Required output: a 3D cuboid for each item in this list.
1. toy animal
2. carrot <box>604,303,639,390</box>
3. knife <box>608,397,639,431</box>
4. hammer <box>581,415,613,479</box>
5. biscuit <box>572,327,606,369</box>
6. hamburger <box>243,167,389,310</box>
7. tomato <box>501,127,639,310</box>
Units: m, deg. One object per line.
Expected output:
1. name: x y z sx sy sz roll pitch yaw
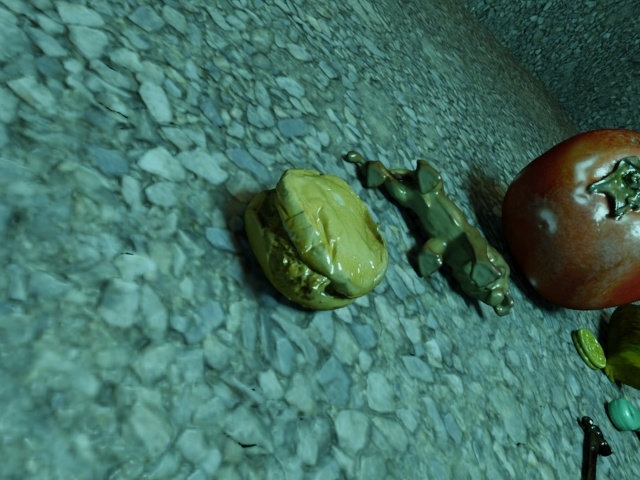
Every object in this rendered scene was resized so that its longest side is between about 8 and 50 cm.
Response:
1. toy animal: 0.178 -0.019 0.695 0.312 0.097 0.158 58 23 11
2. carrot: 0.680 0.223 1.027 0.302 0.114 0.114 -23 79 -52
3. knife: 0.616 0.360 0.908 0.261 0.035 0.063 31 44 -33
4. hammer: 0.393 0.327 0.684 0.065 0.021 0.178 56 35 3
5. biscuit: 0.529 0.213 0.938 0.084 0.023 0.083 28 42 -29
6. hamburger: 0.000 0.000 0.467 0.147 0.083 0.138 -4 60 -52
7. tomato: 0.514 -0.031 0.875 0.289 0.326 0.292 85 -16 -63
